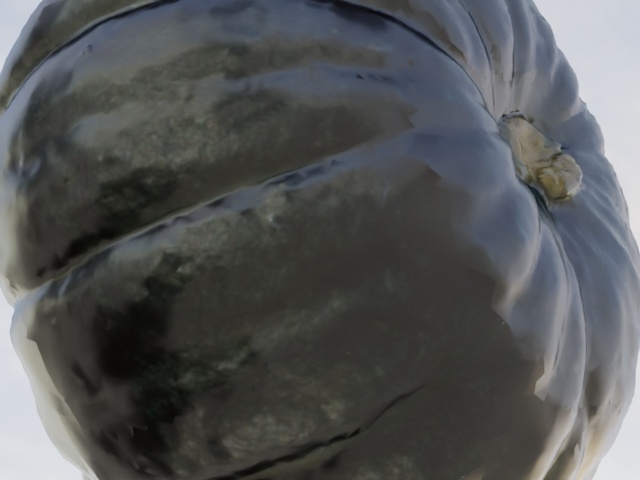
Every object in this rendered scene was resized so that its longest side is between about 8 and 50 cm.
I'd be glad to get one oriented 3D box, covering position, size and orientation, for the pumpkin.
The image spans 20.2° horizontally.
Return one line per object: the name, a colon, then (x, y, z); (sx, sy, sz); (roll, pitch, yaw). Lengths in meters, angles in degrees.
pumpkin: (0.000, 0.000, 0.529); (0.161, 0.220, 0.220); (-23, -58, 21)
